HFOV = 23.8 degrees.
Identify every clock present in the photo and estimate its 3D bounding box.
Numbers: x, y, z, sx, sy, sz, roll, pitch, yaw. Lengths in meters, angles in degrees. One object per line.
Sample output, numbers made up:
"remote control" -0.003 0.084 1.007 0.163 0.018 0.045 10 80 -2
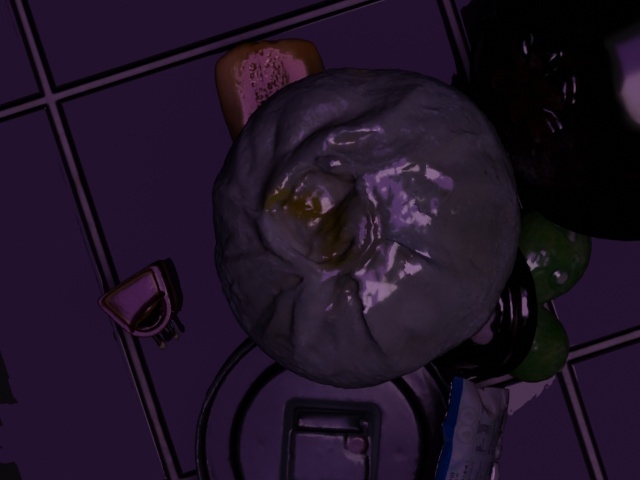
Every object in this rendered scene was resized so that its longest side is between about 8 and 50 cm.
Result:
"clock" 0.011 0.249 1.843 0.325 0.067 0.325 0 91 -1

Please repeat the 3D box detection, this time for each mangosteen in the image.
"mangosteen" 0.379 -0.195 1.727 0.435 0.382 0.382 -11 91 -38

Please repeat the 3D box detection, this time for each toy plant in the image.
"toy plant" 0.216 0.064 1.806 0.235 0.175 0.218 -2 99 -29

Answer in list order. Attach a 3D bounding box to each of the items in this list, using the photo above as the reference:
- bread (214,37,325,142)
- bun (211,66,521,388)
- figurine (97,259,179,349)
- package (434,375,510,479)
"bread" -0.049 -0.156 1.827 0.134 0.085 0.173 -13 93 2
"bun" 0.038 -0.015 1.636 0.362 0.211 0.361 1 93 14
"figurine" -0.203 0.085 1.793 0.082 0.154 0.098 -30 95 -1
"package" 0.178 0.252 1.801 0.027 0.173 0.171 10 84 34
